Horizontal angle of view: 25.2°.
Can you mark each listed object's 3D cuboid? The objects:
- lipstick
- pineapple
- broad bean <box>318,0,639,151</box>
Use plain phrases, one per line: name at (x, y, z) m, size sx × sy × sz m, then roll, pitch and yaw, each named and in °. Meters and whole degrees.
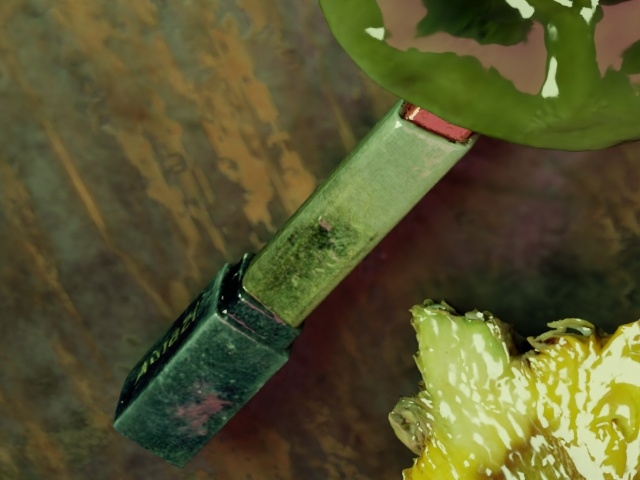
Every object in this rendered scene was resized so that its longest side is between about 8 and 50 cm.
lipstick at (0.000, 0.000, 0.721) m, size 0.051 × 0.051 × 0.312 m, roll 35°, pitch 120°, yaw -14°
pineapple at (0.112, 0.110, 0.759) m, size 0.164 × 0.140 × 0.249 m, roll 43°, pitch 110°, yaw 29°
broad bean at (0.102, -0.114, 0.611) m, size 0.207 × 0.072 × 0.153 m, roll -2°, pitch 94°, yaw 18°
